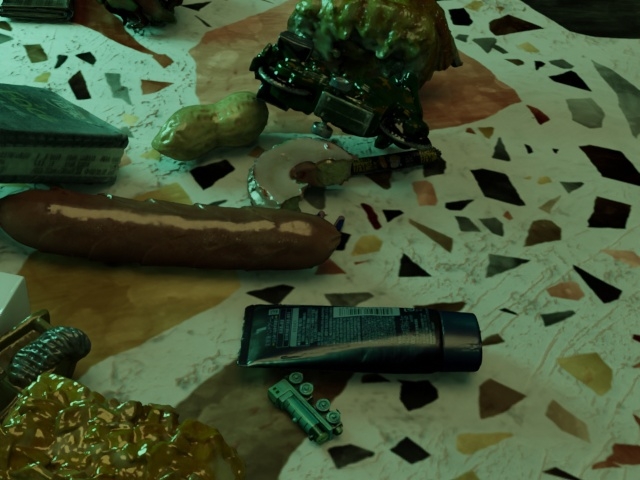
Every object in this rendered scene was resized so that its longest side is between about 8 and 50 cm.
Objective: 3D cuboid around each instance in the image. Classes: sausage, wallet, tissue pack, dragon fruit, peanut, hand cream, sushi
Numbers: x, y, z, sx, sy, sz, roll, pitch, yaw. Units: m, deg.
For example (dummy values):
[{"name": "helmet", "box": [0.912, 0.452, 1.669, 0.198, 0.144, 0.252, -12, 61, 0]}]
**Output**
[{"name": "sausage", "box": [-0.191, -0.011, 1.118, 0.433, 0.088, 0.088, 5, 42, -2]}, {"name": "wallet", "box": [-0.489, -0.454, 1.601, 0.124, 0.042, 0.230, 1, 44, -11]}, {"name": "sausage", "box": [0.085, -0.113, 1.312, 0.198, 0.028, 0.025, -8, 20, -17]}, {"name": "tissue pack", "box": [-0.398, -0.139, 1.159, 0.185, 0.081, 0.257, 31, 18, 23]}, {"name": "dragon fruit", "box": [-0.312, -0.454, 1.539, 0.182, 0.189, 0.182, -23, 29, 14]}, {"name": "peanut", "box": [-0.153, -0.161, 1.296, 0.187, 0.082, 0.082, -19, 48, -26]}, {"name": "hand cream", "box": [0.044, 0.109, 1.038, 0.270, 0.061, 0.120, 3, 31, -1]}, {"name": "sushi", "box": [0.086, -0.307, 1.419, 0.274, 0.184, 0.139, 19, 48, 7]}]

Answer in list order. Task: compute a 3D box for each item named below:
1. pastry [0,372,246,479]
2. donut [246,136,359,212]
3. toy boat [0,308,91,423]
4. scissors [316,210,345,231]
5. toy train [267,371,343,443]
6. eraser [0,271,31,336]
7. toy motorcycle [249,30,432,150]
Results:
[{"name": "pastry", "box": [-0.186, 0.218, 0.837, 0.250, 0.102, 0.154, 20, 44, -1]}, {"name": "donut", "box": [-0.040, -0.082, 1.226, 0.117, 0.065, 0.166, 34, 53, 29]}, {"name": "toy boat", "box": [-0.360, 0.171, 0.868, 0.089, 0.121, 0.321, 34, 48, 19]}, {"name": "scissors", "box": [0.000, 0.000, 1.186, 0.039, 0.012, 0.113, 14, 42, 9]}, {"name": "toy train", "box": [-0.015, 0.179, 0.974, 0.045, 0.029, 0.092, -31, 55, -26]}, {"name": "eraser", "box": [-0.477, 0.062, 1.000, 0.298, 0.078, 0.076, 10, 42, 3]}, {"name": "toy motorcycle", "box": [0.036, -0.208, 1.300, 0.274, 0.125, 0.187, 24, 25, -4]}]
